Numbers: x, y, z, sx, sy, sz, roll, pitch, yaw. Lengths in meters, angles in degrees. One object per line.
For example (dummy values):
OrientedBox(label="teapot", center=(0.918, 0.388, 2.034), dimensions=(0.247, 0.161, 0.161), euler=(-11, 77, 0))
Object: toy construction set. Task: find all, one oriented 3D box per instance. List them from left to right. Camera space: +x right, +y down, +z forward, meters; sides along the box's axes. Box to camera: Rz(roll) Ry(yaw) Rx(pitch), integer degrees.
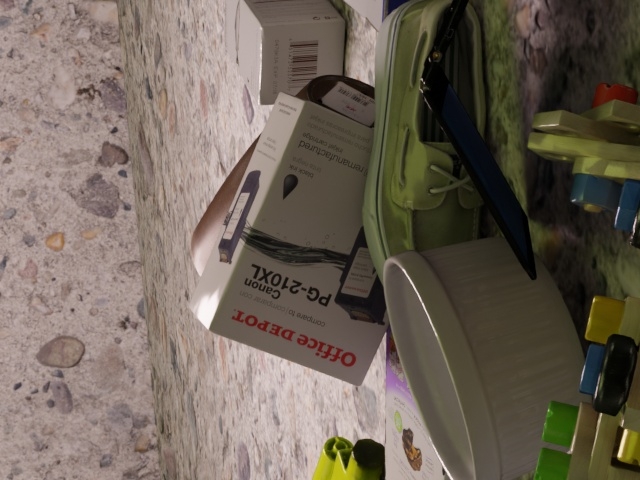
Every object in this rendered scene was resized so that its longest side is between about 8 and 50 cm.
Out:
OrientedBox(label="toy construction set", center=(0.210, 0.052, 0.926), dimensions=(0.215, 0.151, 0.327), euler=(33, -124, -78))

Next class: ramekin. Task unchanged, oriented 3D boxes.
OrientedBox(label="ramekin", center=(0.136, 0.095, 1.170), dimensions=(0.207, 0.109, 0.207), euler=(163, 90, -82))

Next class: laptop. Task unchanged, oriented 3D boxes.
OrientedBox(label="laptop", center=(0.153, -0.137, 1.101), dimensions=(0.234, 0.137, 0.264), euler=(-65, -2, -77))

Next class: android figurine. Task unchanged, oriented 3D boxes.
OrientedBox(label="android figurine", center=(0.046, 0.367, 1.761), dimensions=(0.273, 0.056, 0.248), euler=(105, 154, -48))

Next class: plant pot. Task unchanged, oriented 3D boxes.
OrientedBox(label="plant pot", center=(-0.004, -0.055, 1.550), dimensions=(0.215, 0.215, 0.230), euler=(-113, 37, -45))

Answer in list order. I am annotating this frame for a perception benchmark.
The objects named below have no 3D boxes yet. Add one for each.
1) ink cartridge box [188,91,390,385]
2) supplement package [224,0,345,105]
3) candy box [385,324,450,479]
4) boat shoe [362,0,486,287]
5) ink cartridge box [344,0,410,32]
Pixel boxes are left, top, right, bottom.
OrientedBox(label="ink cartridge box", center=(0.000, 0.000, 1.400), dimensions=(0.237, 0.172, 0.100), euler=(-67, 20, 4))
OrientedBox(label="supplement package", center=(-0.046, -0.249, 1.753), dimensions=(0.179, 0.105, 0.105), euler=(-120, 28, -56))
OrientedBox(label="candy box", center=(0.120, 0.176, 1.390), dimensions=(0.165, 0.070, 0.196), euler=(-133, 41, -65))
OrientedBox(label="boat shoe", center=(0.099, -0.073, 1.310), dimensions=(0.094, 0.109, 0.302), euler=(174, 92, -70))
OrientedBox(label="ink cartridge box", center=(0.050, -0.387, 1.440), dimensions=(0.307, 0.072, 0.303), euler=(-128, 37, -59))
